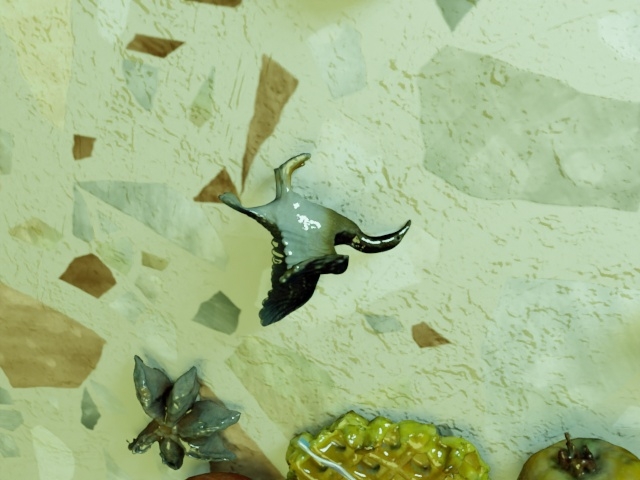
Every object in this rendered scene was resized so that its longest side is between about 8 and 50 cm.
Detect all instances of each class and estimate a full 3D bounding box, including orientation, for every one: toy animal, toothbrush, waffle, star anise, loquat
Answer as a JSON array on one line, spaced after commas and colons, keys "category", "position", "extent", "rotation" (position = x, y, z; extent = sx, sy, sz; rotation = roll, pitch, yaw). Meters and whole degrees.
[{"category": "toy animal", "position": [-0.002, -0.016, 0.749], "extent": [0.197, 0.272, 0.160], "rotation": [-28, 90, -10]}, {"category": "toothbrush", "position": [0.024, 0.297, 0.894], "extent": [0.131, 0.013, 0.011], "rotation": [37, 135, 4]}, {"category": "waffle", "position": [0.087, 0.363, 0.956], "extent": [0.325, 0.068, 0.302], "rotation": [-6, 116, 18]}, {"category": "star anise", "position": [-0.199, 0.260, 0.990], "extent": [0.172, 0.063, 0.208], "rotation": [17, 121, 6]}, {"category": "loquat", "position": [0.317, 0.334, 0.807], "extent": [0.187, 0.176, 0.234], "rotation": [-14, 94, 23]}]

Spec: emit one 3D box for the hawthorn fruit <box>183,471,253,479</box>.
[{"category": "hawthorn fruit", "position": [-0.148, 0.426, 1.008], "extent": [0.179, 0.173, 0.173], "rotation": [-21, 110, 25]}]
